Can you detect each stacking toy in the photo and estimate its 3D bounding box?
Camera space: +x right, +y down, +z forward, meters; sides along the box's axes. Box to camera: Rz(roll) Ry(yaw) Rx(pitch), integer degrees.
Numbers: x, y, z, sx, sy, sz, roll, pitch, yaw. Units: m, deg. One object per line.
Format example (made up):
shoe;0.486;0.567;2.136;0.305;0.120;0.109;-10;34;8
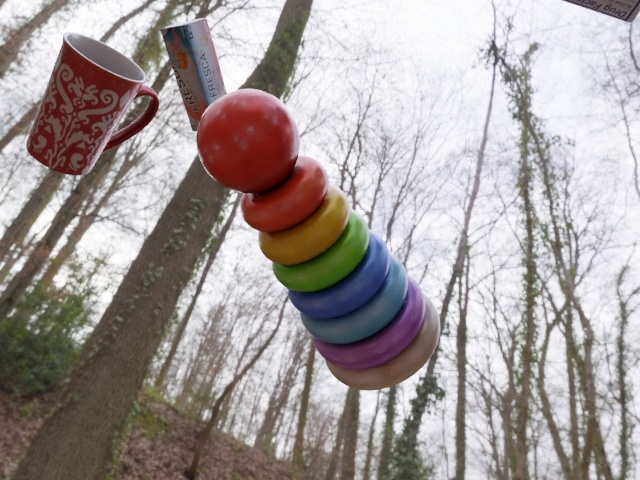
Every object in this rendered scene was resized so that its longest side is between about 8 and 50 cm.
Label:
stacking toy;0.000;0.000;0.505;0.141;0.141;0.330;-14;-54;27

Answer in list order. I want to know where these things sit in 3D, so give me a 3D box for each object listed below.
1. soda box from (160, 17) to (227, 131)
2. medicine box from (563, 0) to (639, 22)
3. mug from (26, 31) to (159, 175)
soda box;-0.214;-0.288;0.904;0.058;0.063;0.183;5;-58;31
medicine box;0.326;-0.445;0.605;0.263;0.149;0.289;26;-10;12
mug;-0.320;-0.177;0.727;0.150;0.113;0.169;26;-68;-28
